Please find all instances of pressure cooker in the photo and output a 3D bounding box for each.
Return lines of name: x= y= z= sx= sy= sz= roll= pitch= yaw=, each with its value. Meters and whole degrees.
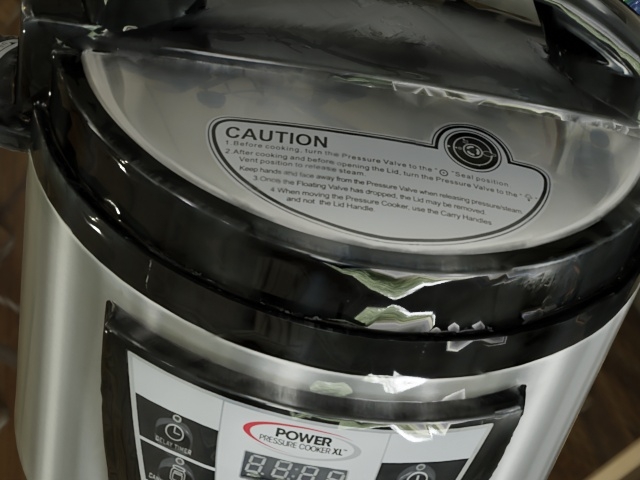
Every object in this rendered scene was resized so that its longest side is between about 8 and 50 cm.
pressure cooker: x=-0.002 y=-0.004 z=0.756 sx=0.369 sy=0.420 sz=0.375 roll=-24 pitch=-127 yaw=-38

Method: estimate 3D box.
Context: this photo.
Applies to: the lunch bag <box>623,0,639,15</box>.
lunch bag: x=0.208 y=-0.219 z=0.991 sx=0.090 sy=0.219 sz=0.176 roll=47 pitch=-121 yaw=-14
